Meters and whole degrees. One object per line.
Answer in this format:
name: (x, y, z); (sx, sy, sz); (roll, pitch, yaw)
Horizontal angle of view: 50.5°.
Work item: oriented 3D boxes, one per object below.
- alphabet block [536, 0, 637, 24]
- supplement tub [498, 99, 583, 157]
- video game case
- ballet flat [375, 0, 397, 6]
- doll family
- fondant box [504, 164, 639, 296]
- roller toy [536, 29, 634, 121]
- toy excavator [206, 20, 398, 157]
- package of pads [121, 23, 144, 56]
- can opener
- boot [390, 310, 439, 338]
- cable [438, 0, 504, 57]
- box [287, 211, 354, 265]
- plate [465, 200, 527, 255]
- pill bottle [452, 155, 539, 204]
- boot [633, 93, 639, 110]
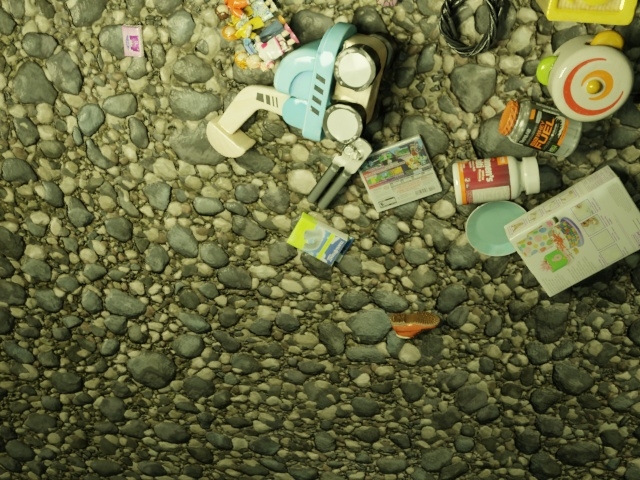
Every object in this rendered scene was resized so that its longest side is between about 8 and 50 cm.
alphabet block: (0.608, -0.607, 1.531); (0.193, 0.197, 0.193); (4, 121, 6)
supplement tub: (0.572, -0.295, 1.769); (0.191, 0.117, 0.117); (16, 122, -1)
video game case: (0.221, -0.189, 1.941); (0.201, 0.023, 0.183); (-18, 116, 19)
ballet flat: (0.197, -0.671, 1.635); (0.079, 0.076, 0.221); (7, 128, -17)
doll family: (-0.163, -0.521, 1.719); (0.163, 0.118, 0.263); (-34, 74, 8)
fondant box: (0.724, -0.021, 1.907); (0.330, 0.096, 0.238); (-33, 112, 18)
roller toy: (0.665, -0.400, 1.675); (0.209, 0.146, 0.191); (-30, 113, 22)
toy excavator: (-0.066, -0.382, 1.789); (0.445, 0.222, 0.432); (21, 123, 12)
package of pads: (-0.506, -0.541, 1.834); (0.050, 0.032, 0.083); (6, 121, 6)
can opener: (0.057, -0.200, 1.930); (0.074, 0.093, 0.280); (31, 129, -8)
boot: (0.310, 0.277, 2.188); (0.158, 0.059, 0.084); (-3, 123, 20)
cable: (0.369, -0.546, 1.691); (0.151, 0.047, 0.184); (13, 122, 1)
box: (0.000, 0.000, 2.075); (0.178, 0.042, 0.109); (27, 121, -7)
plate: (0.519, -0.039, 1.985); (0.188, 0.024, 0.188); (4, 122, 6)
pill bottle: (0.478, -0.167, 1.857); (0.221, 0.121, 0.121); (-7, 119, 12)
boot: (0.918, -0.324, 1.725); (0.213, 0.077, 0.165); (-16, 119, 14)
